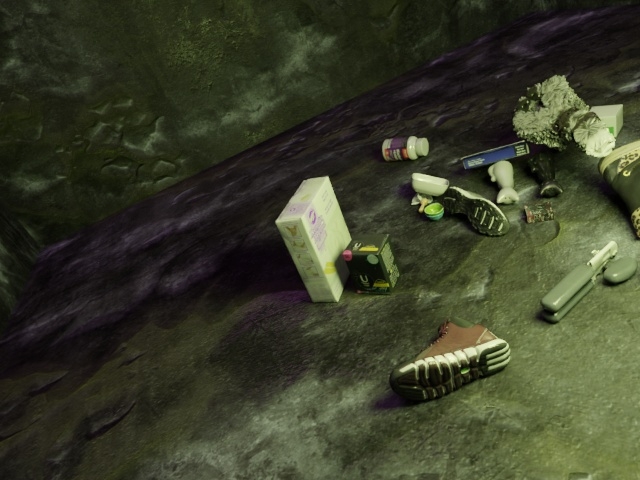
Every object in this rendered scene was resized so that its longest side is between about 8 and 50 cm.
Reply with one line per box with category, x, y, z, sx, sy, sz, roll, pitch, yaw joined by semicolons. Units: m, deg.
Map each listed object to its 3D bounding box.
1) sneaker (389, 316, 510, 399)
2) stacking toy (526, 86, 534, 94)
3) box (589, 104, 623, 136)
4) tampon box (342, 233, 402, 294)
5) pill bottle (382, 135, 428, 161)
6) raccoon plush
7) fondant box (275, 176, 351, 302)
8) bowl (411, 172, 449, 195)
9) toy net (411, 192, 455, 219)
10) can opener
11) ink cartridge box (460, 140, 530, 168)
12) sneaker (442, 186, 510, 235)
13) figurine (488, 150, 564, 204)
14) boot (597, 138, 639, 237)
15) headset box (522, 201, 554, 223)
sneaker;0.281;0.266;1.036;0.282;0.106;0.162;-14;25;-5
stacking toy;0.970;-0.604;1.925;0.141;0.141;0.330;-8;27;23
box;1.054;-0.442;1.632;0.101;0.087;0.102;10;43;43
tampon box;0.160;0.073;1.346;0.121;0.160;0.101;-1;37;34
pill bottle;0.393;-0.424;2.029;0.194;0.108;0.108;2;39;37
raccoon plush;0.838;-0.341;1.465;0.216;0.299;0.446;-45;38;36
fondant box;0.000;0.000;1.401;0.096;0.330;0.238;-6;35;28
bowl;0.414;-0.212;1.682;0.142;0.053;0.142;14;22;10
toy net;0.414;-0.143;1.633;0.122;0.045;0.232;-24;30;-2
can opener;0.648;0.098;1.063;0.281;0.074;0.093;-32;32;-15
ink cartridge box;0.651;-0.311;1.622;0.224;0.045;0.224;-12;2;31
sneaker;0.526;-0.105;1.450;0.108;0.100;0.271;-2;30;-27
figurine;0.696;-0.200;1.500;0.215;0.092;0.209;-11;36;22
boot;0.959;-0.178;1.130;0.378;0.138;0.284;-23;43;33
headset box;0.679;-0.087;1.377;0.083;0.032;0.062;-8;33;21
